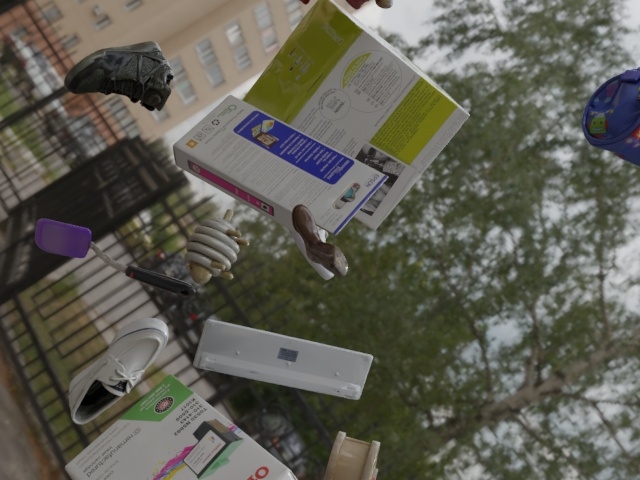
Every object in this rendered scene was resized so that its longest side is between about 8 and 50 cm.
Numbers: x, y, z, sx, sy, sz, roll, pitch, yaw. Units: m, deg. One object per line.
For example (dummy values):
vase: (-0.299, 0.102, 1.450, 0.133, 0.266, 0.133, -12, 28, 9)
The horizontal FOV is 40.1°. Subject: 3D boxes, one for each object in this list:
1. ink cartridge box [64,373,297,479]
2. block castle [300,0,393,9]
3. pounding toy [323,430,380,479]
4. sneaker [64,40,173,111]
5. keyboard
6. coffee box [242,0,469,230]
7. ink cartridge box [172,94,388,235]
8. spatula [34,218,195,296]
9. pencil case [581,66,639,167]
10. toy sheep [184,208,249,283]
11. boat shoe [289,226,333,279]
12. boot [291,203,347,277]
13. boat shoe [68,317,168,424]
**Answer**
ink cartridge box: (-0.180, 0.340, 1.193, 0.278, 0.201, 0.117, 27, -31, 41)
block castle: (0.068, -0.613, 1.725, 0.213, 0.303, 0.453, 35, 4, -22)
pounding toy: (0.020, 0.418, 1.573, 0.155, 0.154, 0.269, 13, -10, 10)
sneaker: (-0.379, -0.309, 1.711, 0.130, 0.228, 0.087, 53, -44, 13)
keyboard: (-0.050, 0.172, 1.250, 0.256, 0.072, 0.014, 15, 3, -19)
coffee box: (0.063, -0.298, 1.987, 0.334, 0.338, 0.337, 32, 15, -28)
ink cartridge box: (-0.077, -0.132, 1.625, 0.371, 0.175, 0.069, 28, -34, 21)
spatula: (-0.361, 0.039, 1.549, 0.297, 0.030, 0.084, 24, -48, -3)
pencil case: (0.523, -0.150, 1.275, 0.306, 0.133, 0.119, 19, 13, -28)
toy sheep: (-0.167, 0.010, 1.385, 0.091, 0.132, 0.091, 23, -21, 10)
boat shoe: (-0.022, -0.031, 1.771, 0.226, 0.076, 0.083, 58, 10, 5)
boot: (0.000, 0.000, 1.379, 0.114, 0.037, 0.106, 32, -33, 63)
boat shoe: (-0.364, 0.244, 1.590, 0.095, 0.258, 0.084, 29, 29, -31)
